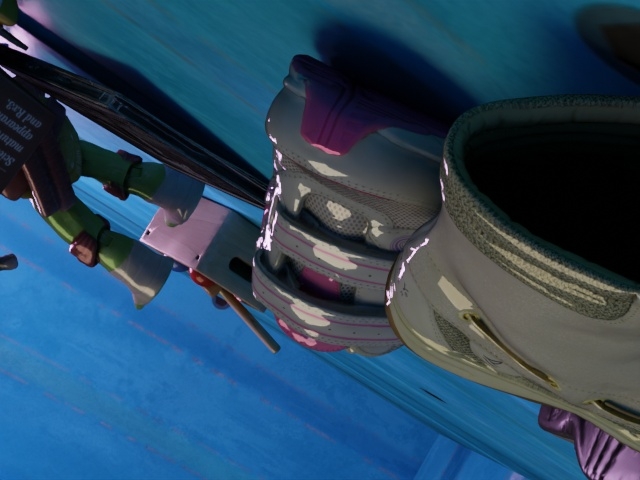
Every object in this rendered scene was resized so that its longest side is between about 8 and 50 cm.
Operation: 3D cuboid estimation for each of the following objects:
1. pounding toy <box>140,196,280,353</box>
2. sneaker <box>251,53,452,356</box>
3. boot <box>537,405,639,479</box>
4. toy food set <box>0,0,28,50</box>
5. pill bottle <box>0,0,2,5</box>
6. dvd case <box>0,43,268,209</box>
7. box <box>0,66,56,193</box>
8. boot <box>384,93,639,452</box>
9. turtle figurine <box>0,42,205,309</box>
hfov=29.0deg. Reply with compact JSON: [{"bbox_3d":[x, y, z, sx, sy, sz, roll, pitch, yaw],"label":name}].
[{"bbox_3d":[-0.100,0.031,1.312,0.130,0.100,0.141,23,170,47],"label":"pounding toy"},{"bbox_3d":[0.021,0.000,0.584,0.103,0.111,0.252,28,172,17],"label":"sneaker"},{"bbox_3d":[0.242,0.138,0.751,0.178,0.085,0.236,29,179,-5],"label":"boot"},{"bbox_3d":[-0.248,-0.177,0.794,0.132,0.038,0.192,36,-177,-3],"label":"toy food set"},{"bbox_3d":[-0.242,-0.113,0.556,0.162,0.162,0.278,33,164,-20],"label":"pill bottle"},{"bbox_3d":[-0.134,-0.083,0.956,0.164,0.018,0.221,24,175,40],"label":"dvd case"},{"bbox_3d":[-0.390,-0.158,0.908,0.381,0.143,0.191,36,176,34],"label":"box"},{"bbox_3d":[0.133,0.023,0.427,0.213,0.077,0.165,17,161,3],"label":"boot"},{"bbox_3d":[-0.263,-0.043,1.128,0.266,0.275,0.198,28,-152,-17],"label":"turtle figurine"}]
